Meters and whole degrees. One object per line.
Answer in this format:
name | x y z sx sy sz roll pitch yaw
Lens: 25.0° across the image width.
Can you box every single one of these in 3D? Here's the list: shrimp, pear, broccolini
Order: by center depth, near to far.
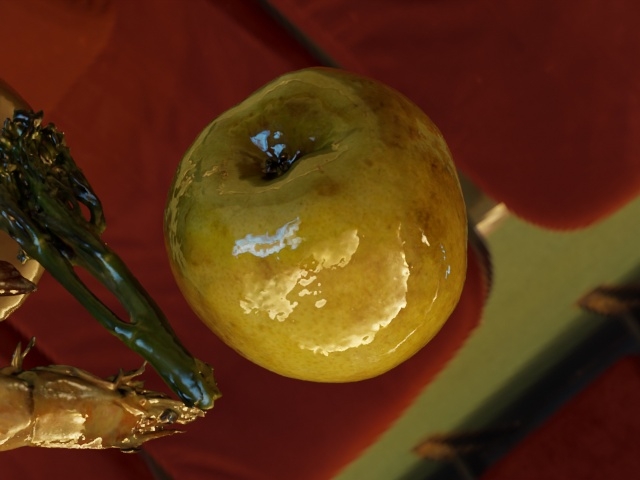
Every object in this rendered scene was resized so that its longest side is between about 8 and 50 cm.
broccolini | -0.114 0.020 0.703 0.074 0.201 0.058 -30 154 -18
shrimp | -0.227 0.095 1.193 0.296 0.169 0.058 8 157 -38
pear | 0.000 0.000 1.386 0.304 0.304 0.304 -25 155 -13

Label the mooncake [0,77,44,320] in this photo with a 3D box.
mooncake | -0.393 -0.049 1.390 0.284 0.155 0.284 -8 110 -22
